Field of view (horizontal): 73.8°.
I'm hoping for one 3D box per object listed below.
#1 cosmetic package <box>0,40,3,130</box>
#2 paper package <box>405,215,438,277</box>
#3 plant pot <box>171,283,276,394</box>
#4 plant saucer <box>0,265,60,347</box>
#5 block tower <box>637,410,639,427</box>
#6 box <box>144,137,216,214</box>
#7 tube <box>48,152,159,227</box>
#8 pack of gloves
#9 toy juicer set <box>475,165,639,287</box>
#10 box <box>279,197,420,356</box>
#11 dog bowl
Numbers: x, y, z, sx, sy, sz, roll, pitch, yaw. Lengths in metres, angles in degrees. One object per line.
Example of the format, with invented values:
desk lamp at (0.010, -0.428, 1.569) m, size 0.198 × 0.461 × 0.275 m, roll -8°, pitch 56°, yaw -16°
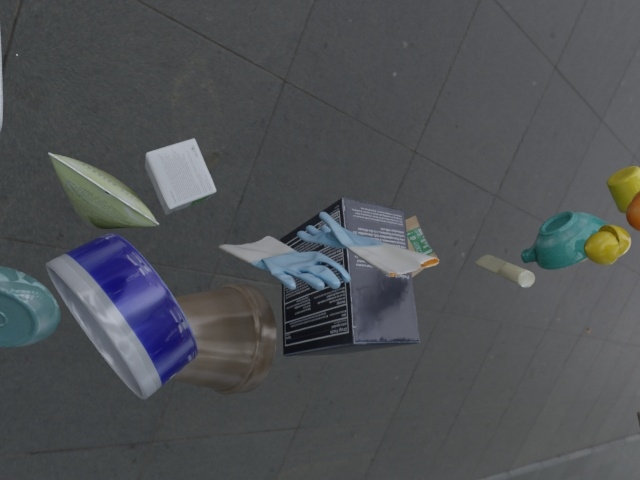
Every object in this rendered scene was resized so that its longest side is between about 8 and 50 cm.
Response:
cosmetic package at (-0.286, -0.143, 0.272) m, size 0.085 × 0.231 × 0.118 m, roll -9°, pitch 115°, yaw -48°
paper package at (0.159, 0.077, 1.323) m, size 0.324 × 0.309 × 0.168 m, roll -19°, pitch 82°, yaw -56°
plant pot at (-0.331, 0.269, 1.193) m, size 0.280 × 0.323 × 0.324 m, roll 15°, pitch 100°, yaw -46°
plant saucer at (-0.363, 0.082, 0.483) m, size 0.119 × 0.021 × 0.120 m, roll -3°, pitch 121°, yaw -5°
block tower at (0.622, 0.269, 0.579) m, size 0.335 × 0.097 × 0.091 m, roll -10°, pitch 87°, yaw 3°
box at (-0.248, -0.110, 0.750) m, size 0.087 × 0.101 × 0.102 m, roll -24°, pitch 97°, yaw -22°
tube at (-0.218, -0.041, 0.434) m, size 0.070 × 0.240 × 0.062 m, roll -9°, pitch 95°, yaw -27°
pack of gloves at (0.000, 0.000, 0.554) m, size 0.194 × 0.232 × 0.046 m, roll -10°, pitch 107°, yaw -32°
toy juicer set at (0.438, 0.015, 0.734) m, size 0.329 × 0.209 × 0.089 m, roll -36°, pitch 99°, yaw 24°
box at (0.049, 0.103, 0.971) m, size 0.182 × 0.296 × 0.294 m, roll 9°, pitch 69°, yaw -30°
dog bowl at (-0.326, 0.124, 0.707) m, size 0.104 × 0.264 × 0.265 m, roll -37°, pitch 128°, yaw -34°
